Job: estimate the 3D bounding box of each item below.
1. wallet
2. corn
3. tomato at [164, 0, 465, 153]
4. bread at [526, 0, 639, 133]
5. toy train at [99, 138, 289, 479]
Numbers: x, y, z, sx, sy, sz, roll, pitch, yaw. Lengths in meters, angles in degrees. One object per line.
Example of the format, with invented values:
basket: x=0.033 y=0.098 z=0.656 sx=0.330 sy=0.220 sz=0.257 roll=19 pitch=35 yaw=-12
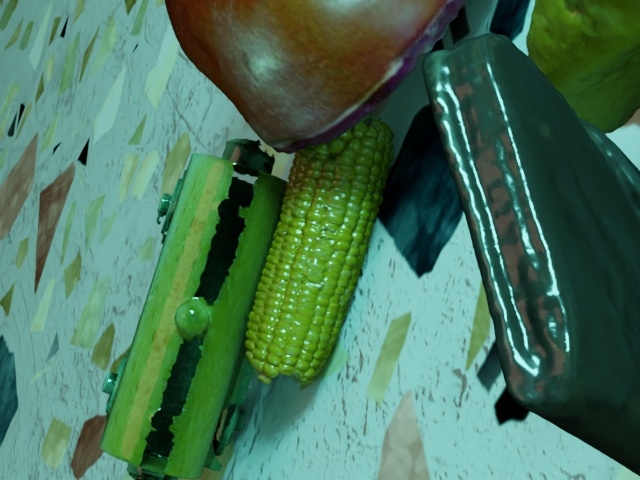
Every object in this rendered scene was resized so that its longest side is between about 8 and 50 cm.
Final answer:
wallet: x=0.139 y=0.034 z=0.663 sx=0.042 sy=0.309 sz=0.165 roll=-22 pitch=59 yaw=25
corn: x=0.000 y=0.000 z=1.240 sx=0.080 sy=0.080 sz=0.238 roll=12 pitch=88 yaw=65
tomato: x=-0.001 y=-0.240 z=1.217 sx=0.289 sy=0.176 sz=0.335 roll=-42 pitch=21 yaw=18
bread: x=0.194 y=-0.235 z=0.752 sx=0.245 sy=0.233 sz=0.362 roll=59 pitch=145 yaw=6
toy train: x=-0.089 y=0.062 z=1.304 sx=0.189 sy=0.126 sz=0.307 roll=-174 pitch=102 yaw=-75
